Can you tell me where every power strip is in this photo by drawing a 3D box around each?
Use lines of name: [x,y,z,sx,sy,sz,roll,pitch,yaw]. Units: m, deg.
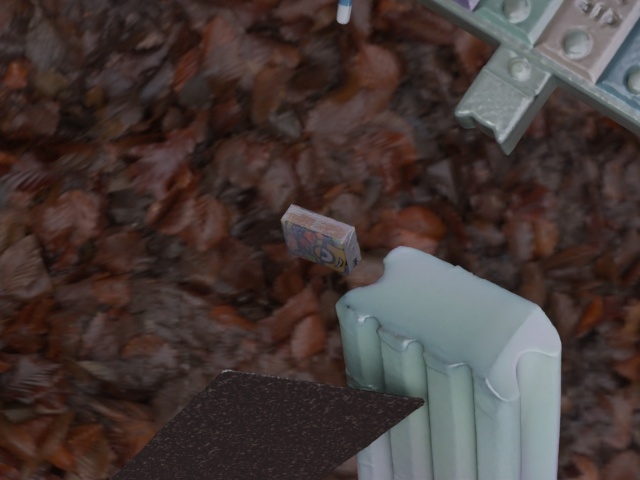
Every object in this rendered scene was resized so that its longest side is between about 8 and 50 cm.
power strip: [0.149,-0.129,0.902,0.216,0.061,0.145,36,90,19]

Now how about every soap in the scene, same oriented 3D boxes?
soap: [0.139,0.194,1.388,0.115,0.208,0.347,-41,141,-32]

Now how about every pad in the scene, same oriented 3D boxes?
pad: [-0.067,0.211,1.364,0.220,0.330,0.004,12,56,-26]

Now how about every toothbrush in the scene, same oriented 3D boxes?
toothbrush: [0.046,-0.408,1.749,0.019,0.275,0.025,11,39,4]

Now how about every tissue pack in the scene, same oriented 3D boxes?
tissue pack: [0.000,0.000,1.482,0.083,0.063,0.035,19,58,25]
